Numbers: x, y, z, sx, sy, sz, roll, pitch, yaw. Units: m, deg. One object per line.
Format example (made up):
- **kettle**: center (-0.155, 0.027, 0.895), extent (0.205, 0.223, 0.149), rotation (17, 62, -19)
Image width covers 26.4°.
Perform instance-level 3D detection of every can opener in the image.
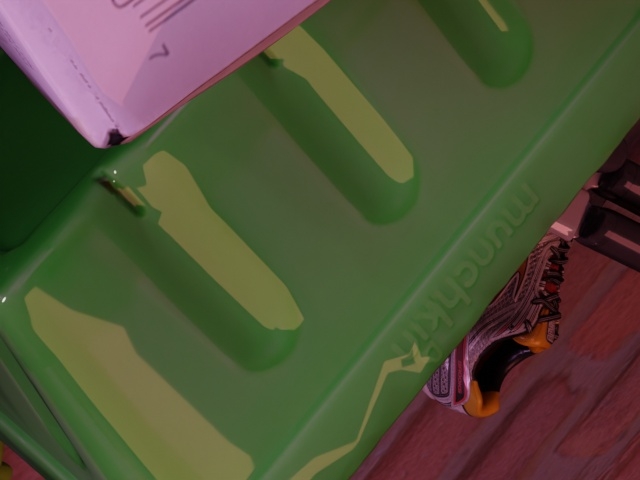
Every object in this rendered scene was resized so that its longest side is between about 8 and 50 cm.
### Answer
- **can opener**: center (0.225, -0.021, 0.973), extent (0.283, 0.095, 0.076), rotation (24, 84, -19)

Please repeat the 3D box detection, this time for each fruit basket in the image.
- **fruit basket**: center (0.000, 0.000, 0.707), extent (0.392, 0.283, 0.392), rotation (-15, 115, -34)

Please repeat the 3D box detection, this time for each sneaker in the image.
- **sneaker**: center (0.160, 0.039, 1.051), extent (0.088, 0.093, 0.225), rotation (22, 104, -52)

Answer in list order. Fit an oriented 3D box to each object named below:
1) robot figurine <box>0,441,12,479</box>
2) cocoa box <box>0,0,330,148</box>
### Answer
- **robot figurine**: center (-0.228, 0.116, 0.775), extent (0.115, 0.067, 0.101), rotation (16, 87, -50)
- **cocoa box**: center (-0.083, -0.245, 0.335), extent (0.231, 0.228, 0.347), rotation (-38, 123, -9)
